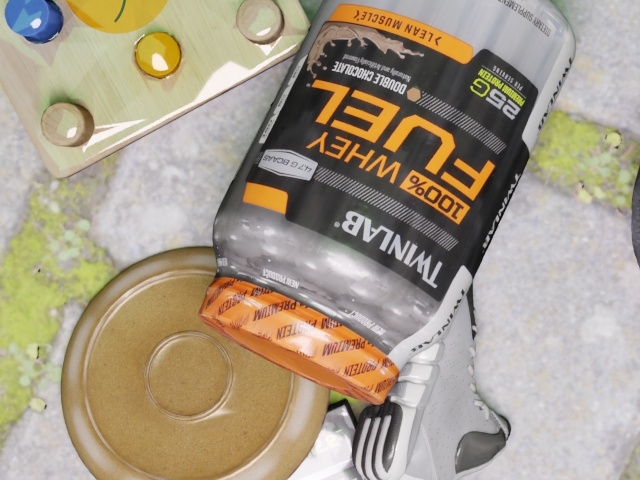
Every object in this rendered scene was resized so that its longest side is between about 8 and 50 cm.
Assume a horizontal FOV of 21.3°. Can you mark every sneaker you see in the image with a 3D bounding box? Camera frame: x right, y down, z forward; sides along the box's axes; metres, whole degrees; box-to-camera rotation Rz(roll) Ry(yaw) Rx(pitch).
[{"bbox_3d":[0.114,0.114,1.459,0.132,0.086,0.228,26,74,-28],"label":"sneaker"}]

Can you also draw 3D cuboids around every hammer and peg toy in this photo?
[{"bbox_3d":[-0.201,-0.262,1.418,0.266,0.127,0.361,-29,91,4],"label":"hammer and peg toy"}]

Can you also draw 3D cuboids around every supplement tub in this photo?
[{"bbox_3d":[0.048,-0.055,1.352,0.207,0.207,0.338,25,80,0],"label":"supplement tub"}]

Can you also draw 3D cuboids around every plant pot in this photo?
[{"bbox_3d":[-0.109,0.116,1.442,0.236,0.032,0.236,-2,75,7],"label":"plant pot"}]

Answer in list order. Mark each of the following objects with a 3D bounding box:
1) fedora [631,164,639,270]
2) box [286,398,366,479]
[{"bbox_3d":[0.419,-0.036,1.394,0.334,0.152,0.334,1,100,7],"label":"fedora"},{"bbox_3d":[-0.048,0.264,1.467,0.231,0.056,0.183,-23,90,2],"label":"box"}]
